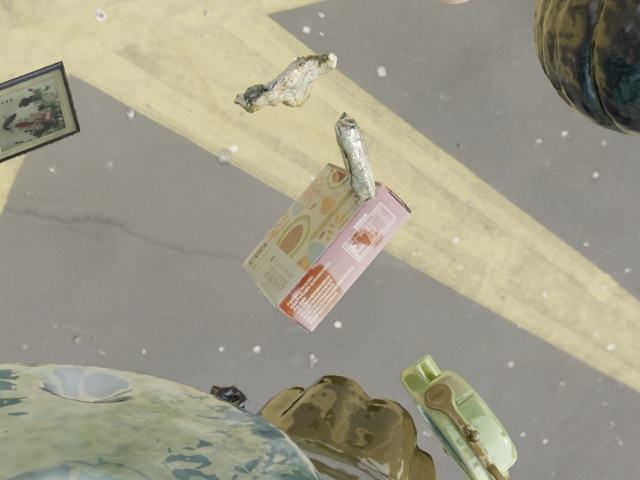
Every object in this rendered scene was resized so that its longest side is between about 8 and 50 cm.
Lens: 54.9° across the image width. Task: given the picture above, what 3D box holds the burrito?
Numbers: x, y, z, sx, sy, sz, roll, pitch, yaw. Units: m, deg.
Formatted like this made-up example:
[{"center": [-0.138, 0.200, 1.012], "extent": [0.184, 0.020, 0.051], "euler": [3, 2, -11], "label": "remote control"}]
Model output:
[{"center": [0.066, -0.151, 1.156], "extent": [0.058, 0.045, 0.188], "euler": [-55, 136, -48], "label": "burrito"}]

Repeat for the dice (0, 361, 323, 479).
[{"center": [-0.196, 0.289, 0.430], "extent": [0.348, 0.331, 0.327], "euler": [7, 96, -64], "label": "dice"}]

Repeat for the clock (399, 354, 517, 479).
[{"center": [0.268, 0.349, 1.142], "extent": [0.096, 0.308, 0.235], "euler": [-33, 96, -5], "label": "clock"}]

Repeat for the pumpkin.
[{"center": [0.216, -0.140, 0.339], "extent": [0.194, 0.194, 0.150], "euler": [-21, 132, -16], "label": "pumpkin"}]

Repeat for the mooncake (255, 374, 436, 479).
[{"center": [0.023, 0.434, 1.106], "extent": [0.201, 0.379, 0.378], "euler": [-45, 146, -56], "label": "mooncake"}]

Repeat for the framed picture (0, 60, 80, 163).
[{"center": [-0.574, -0.248, 1.199], "extent": [0.195, 0.199, 0.010], "euler": [-22, 155, -4], "label": "framed picture"}]

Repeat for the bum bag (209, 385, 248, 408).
[{"center": [-0.125, 0.224, 0.708], "extent": [0.034, 0.058, 0.124], "euler": [29, 89, -55], "label": "bum bag"}]

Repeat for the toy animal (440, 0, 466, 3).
[{"center": [0.239, -0.584, 1.251], "extent": [0.154, 0.250, 0.166], "euler": [-20, 146, -30], "label": "toy animal"}]

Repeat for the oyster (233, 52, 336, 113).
[{"center": [-0.055, -0.276, 1.101], "extent": [0.191, 0.163, 0.081], "euler": [-27, 101, 32], "label": "oyster"}]

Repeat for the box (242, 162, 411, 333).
[{"center": [0.000, 0.000, 1.593], "extent": [0.122, 0.344, 0.385], "euler": [42, 88, -25], "label": "box"}]
